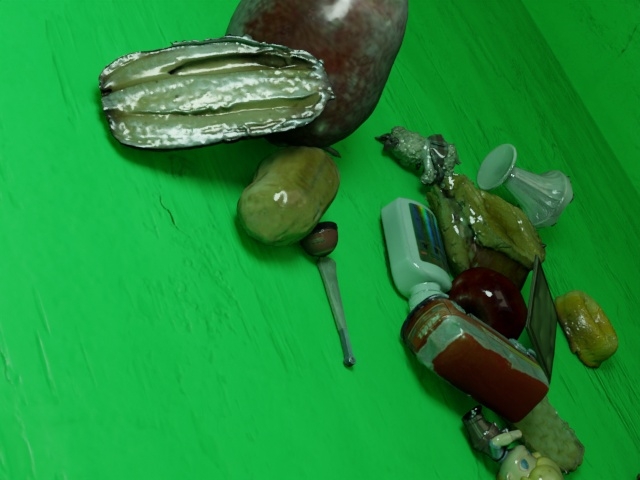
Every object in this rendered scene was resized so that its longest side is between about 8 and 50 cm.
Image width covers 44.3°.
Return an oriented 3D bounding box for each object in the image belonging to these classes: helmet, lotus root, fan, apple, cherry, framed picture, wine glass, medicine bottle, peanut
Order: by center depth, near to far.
[{"bbox_3d":[-0.144,-0.203,1.123,0.329,0.078,0.167,-6,77,-15],"label":"lotus root"},{"bbox_3d":[-0.047,-0.071,1.190,0.129,0.129,0.224,47,33,-11],"label":"peanut"},{"bbox_3d":[0.025,0.107,1.216,0.038,0.016,0.193,18,45,-38],"label":"fan"},{"bbox_3d":[0.001,0.001,1.247,0.084,0.065,0.049,-48,124,-75],"label":"helmet"},{"bbox_3d":[-0.008,-0.323,1.315,0.291,0.335,0.326,27,14,-11],"label":"cherry"},{"bbox_3d":[0.176,0.039,1.411,0.121,0.083,0.229,30,40,-37],"label":"medicine bottle"},{"bbox_3d":[0.307,0.127,1.445,0.156,0.147,0.158,42,26,23],"label":"apple"},{"bbox_3d":[0.448,0.161,1.581,0.231,0.010,0.173,58,40,-44],"label":"framed picture"},{"bbox_3d":[0.495,-0.136,1.927,0.196,0.165,0.165,30,39,-22],"label":"wine glass"}]

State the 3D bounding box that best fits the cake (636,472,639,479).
[{"bbox_3d":[0.789,0.552,1.622,0.293,0.198,0.196,6,60,-45],"label":"cake"}]

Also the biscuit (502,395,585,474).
[{"bbox_3d":[0.389,0.321,1.463,0.274,0.036,0.187,59,32,7],"label":"biscuit"}]

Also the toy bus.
[{"bbox_3d":[0.258,0.199,1.301,0.265,0.121,0.120,34,15,-26],"label":"toy bus"}]

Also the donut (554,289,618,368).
[{"bbox_3d":[0.631,0.201,1.850,0.174,0.074,0.190,21,44,-41],"label":"donut"}]

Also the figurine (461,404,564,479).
[{"bbox_3d":[0.310,0.352,1.276,0.196,0.108,0.114,56,2,16],"label":"figurine"}]

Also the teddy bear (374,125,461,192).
[{"bbox_3d":[0.227,-0.177,1.654,0.213,0.111,0.133,37,32,-27],"label":"teddy bear"}]

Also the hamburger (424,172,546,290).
[{"bbox_3d":[0.344,0.010,1.606,0.308,0.132,0.211,28,41,-34],"label":"hamburger"}]
